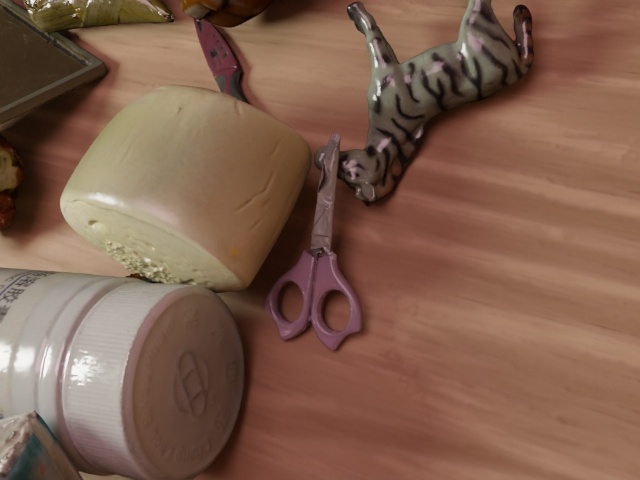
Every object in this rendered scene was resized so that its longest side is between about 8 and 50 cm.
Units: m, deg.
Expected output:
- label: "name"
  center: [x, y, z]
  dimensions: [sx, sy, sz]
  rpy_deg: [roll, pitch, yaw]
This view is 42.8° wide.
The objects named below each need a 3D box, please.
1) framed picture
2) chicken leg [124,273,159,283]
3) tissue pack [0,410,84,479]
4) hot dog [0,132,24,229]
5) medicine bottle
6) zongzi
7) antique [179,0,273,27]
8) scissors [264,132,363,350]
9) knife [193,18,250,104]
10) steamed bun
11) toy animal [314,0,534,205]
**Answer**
- label: "framed picture"
  center: [-0.478, -0.242, 1.070]
  dimensions: [0.335, 0.022, 0.247]
  rpy_deg: [34, 55, 30]
- label: "chicken leg"
  center: [-0.180, 0.041, 0.903]
  dimensions: [0.145, 0.037, 0.062]
  rpy_deg: [-32, 46, 11]
- label: "tissue pack"
  center: [-0.277, 0.301, 0.712]
  dimensions: [0.201, 0.271, 0.124]
  rpy_deg: [-17, 24, 18]
- label: "hot dog"
  center: [-0.438, -0.087, 1.026]
  dimensions: [0.213, 0.103, 0.146]
  rpy_deg: [51, 120, 34]
- label: "medicine bottle"
  center: [-0.259, 0.125, 0.811]
  dimensions: [0.332, 0.190, 0.190]
  rpy_deg: [3, 72, 25]
- label: "zongzi"
  center: [-0.285, -0.292, 1.043]
  dimensions: [0.160, 0.078, 0.176]
  rpy_deg: [-36, 65, 5]
- label: "antique"
  center: [-0.078, -0.381, 0.920]
  dimensions: [0.223, 0.129, 0.278]
  rpy_deg: [-1, 81, 64]
- label: "scissors"
  center: [0.000, 0.000, 0.804]
  dimensions: [0.110, 0.021, 0.212]
  rpy_deg: [10, 98, 28]
- label: "knife"
  center: [-0.108, -0.192, 0.962]
  dimensions: [0.035, 0.018, 0.247]
  rpy_deg: [-32, 61, 12]
- label: "steamed bun"
  center: [-0.144, -0.064, 0.828]
  dimensions: [0.250, 0.155, 0.200]
  rpy_deg: [11, 63, 36]
- label: "toy animal"
  center: [0.087, -0.172, 0.828]
  dimensions: [0.255, 0.090, 0.170]
  rpy_deg: [-42, 79, 14]
